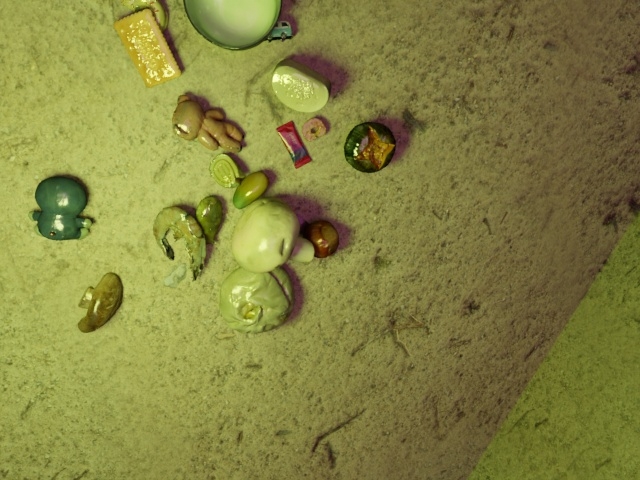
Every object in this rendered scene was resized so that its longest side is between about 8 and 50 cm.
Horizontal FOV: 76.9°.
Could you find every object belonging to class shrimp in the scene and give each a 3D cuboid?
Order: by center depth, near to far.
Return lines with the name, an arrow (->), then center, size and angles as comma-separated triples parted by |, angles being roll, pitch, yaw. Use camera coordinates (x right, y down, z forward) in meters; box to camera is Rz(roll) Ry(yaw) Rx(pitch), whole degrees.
shrimp -> -0.604, 0.020, 1.746 | 0.247, 0.085, 0.359 | -2, 116, 19

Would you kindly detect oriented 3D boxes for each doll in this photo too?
doll -> -1.032, -0.125, 1.597 | 0.229, 0.154, 0.257 | 9, 96, -13
doll -> -0.470, -0.447, 1.664 | 0.304, 0.156, 0.200 | 24, 57, -37

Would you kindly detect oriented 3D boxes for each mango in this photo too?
mango -> -0.307, -0.217, 1.754 | 0.194, 0.130, 0.092 | -52, 136, 0

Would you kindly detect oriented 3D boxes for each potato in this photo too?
potato -> -0.489, -0.087, 1.763 | 0.118, 0.090, 0.225 | -2, 112, -33

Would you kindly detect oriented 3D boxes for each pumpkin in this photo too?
pumpkin -> 0.219, -0.418, 1.817 | 0.238, 0.159, 0.237 | -7, 118, -12

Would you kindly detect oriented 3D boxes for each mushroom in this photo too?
mushroom -> -0.949, 0.285, 1.719 | 0.156, 0.151, 0.285 | 26, 98, -21
mushroom -> -0.206, -0.032, 1.722 | 0.354, 0.353, 0.324 | -10, 86, -11

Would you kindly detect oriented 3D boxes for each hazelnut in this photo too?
hazelnut -> 0.000, 0.000, 1.874 | 0.182, 0.182, 0.181 | -4, 106, -13

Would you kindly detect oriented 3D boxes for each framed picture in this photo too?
framed picture -> -0.097, -0.075, 1.911 | 0.089, 0.006, 0.066 | 40, 93, -20

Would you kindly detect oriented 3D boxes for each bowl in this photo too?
bowl -> -0.319, -0.884, 1.520 | 0.355, 0.185, 0.352 | -1, 101, -4

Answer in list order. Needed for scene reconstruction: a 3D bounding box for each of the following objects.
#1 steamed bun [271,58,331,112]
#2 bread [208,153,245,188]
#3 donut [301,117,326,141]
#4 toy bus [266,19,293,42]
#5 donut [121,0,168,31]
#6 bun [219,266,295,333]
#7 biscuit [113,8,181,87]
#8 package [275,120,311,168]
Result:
steamed bun -> -0.083, -0.632, 1.665 | 0.250, 0.199, 0.154 | 24, 122, -16
bread -> -0.401, -0.293, 1.727 | 0.118, 0.064, 0.156 | -36, 91, 9
donut -> -0.033, -0.494, 1.792 | 0.108, 0.043, 0.097 | -21, 110, -7
toy bus -> -0.178, -0.856, 1.646 | 0.123, 0.060, 0.074 | -9, 104, -9
donut -> -0.648, -0.875, 1.518 | 0.166, 0.065, 0.108 | 36, 93, -20
bun -> -0.284, 0.273, 1.850 | 0.366, 0.219, 0.364 | -5, 109, -15
biscuit -> -0.657, -0.727, 1.539 | 0.160, 0.030, 0.249 | -17, 120, 6
package -> -0.119, -0.426, 1.801 | 0.083, 0.022, 0.200 | -29, 108, -5
